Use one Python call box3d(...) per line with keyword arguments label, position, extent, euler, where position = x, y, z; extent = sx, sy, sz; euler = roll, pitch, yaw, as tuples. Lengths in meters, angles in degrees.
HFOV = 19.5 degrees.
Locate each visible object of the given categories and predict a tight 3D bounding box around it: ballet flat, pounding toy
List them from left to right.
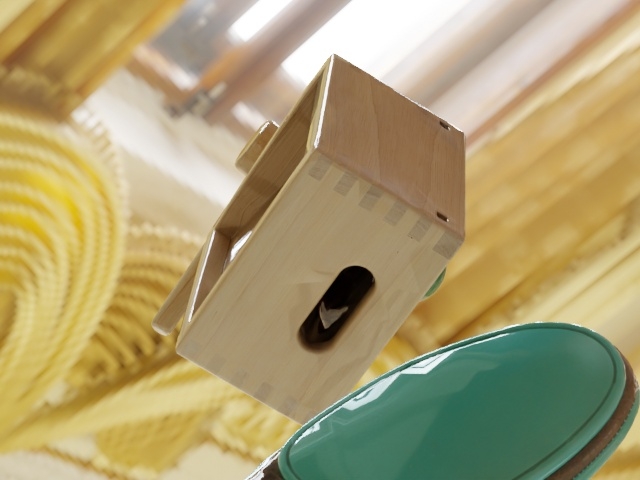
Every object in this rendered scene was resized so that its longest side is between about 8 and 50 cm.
box3d(label="pounding toy", position=(-0.005, 0.004, 0.955), extent=(0.094, 0.181, 0.206), euler=(31, -156, -10))
box3d(label="ballet flat", position=(0.000, 0.111, 0.599), extent=(0.083, 0.247, 0.087), euler=(38, 147, 43))
